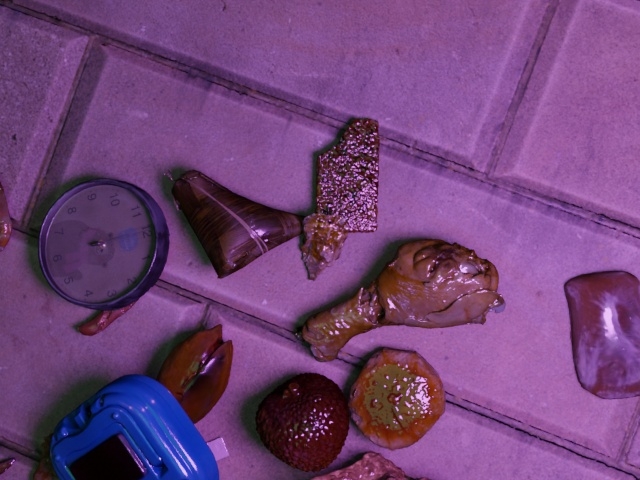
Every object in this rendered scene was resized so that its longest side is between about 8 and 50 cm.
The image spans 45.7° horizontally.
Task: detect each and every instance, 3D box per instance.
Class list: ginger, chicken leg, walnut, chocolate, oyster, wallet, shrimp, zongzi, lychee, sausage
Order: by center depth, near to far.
[{"bbox_3d":[0.575,0.187,1.477,0.157,0.080,0.254,-8,88,6],"label":"chocolate"},{"bbox_3d":[-0.027,0.355,1.488,0.194,0.194,0.194,0,89,6],"label":"lychee"},{"bbox_3d":[0.140,0.129,1.496,0.429,0.153,0.201,-25,95,12],"label":"chicken leg"},{"bbox_3d":[-0.258,0.278,1.536,0.137,0.137,0.245,28,98,6],"label":"walnut"},{"bbox_3d":[0.000,0.000,1.539,0.146,0.045,0.121,-34,105,27],"label":"oyster"},{"bbox_3d":[-0.162,-0.076,1.562,0.241,0.111,0.247,-28,76,-22],"label":"zongzi"},{"bbox_3d":[-0.235,0.446,1.589,0.083,0.011,0.044,-24,87,5],"label":"wallet"},{"bbox_3d":[-0.443,0.151,1.603,0.158,0.036,0.042,-37,74,4],"label":"sausage"},{"bbox_3d":[-0.570,0.460,1.610,0.057,0.044,0.137,17,98,-23],"label":"ginger"},{"bbox_3d":[-0.713,-0.065,1.632,0.101,0.042,0.190,-3,90,13],"label":"shrimp"}]

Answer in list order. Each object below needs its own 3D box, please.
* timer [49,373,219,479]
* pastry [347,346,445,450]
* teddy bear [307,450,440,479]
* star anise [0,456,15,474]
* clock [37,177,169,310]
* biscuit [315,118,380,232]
[{"bbox_3d":[-0.377,0.443,1.499,0.340,0.115,0.309,-37,87,30],"label":"timer"},{"bbox_3d":[0.148,0.312,1.512,0.182,0.093,0.192,43,94,7],"label":"pastry"},{"bbox_3d":[0.102,0.536,1.455,0.296,0.246,0.222,-27,50,-30],"label":"teddy bear"},{"bbox_3d":[-0.772,0.533,1.598,0.272,0.102,0.272,0,86,4],"label":"star anise"},{"bbox_3d":[-0.452,0.006,1.578,0.280,0.055,0.280,-1,82,10],"label":"clock"},{"bbox_3d":[0.055,-0.133,1.552,0.131,0.026,0.237,1,90,-5],"label":"biscuit"}]
